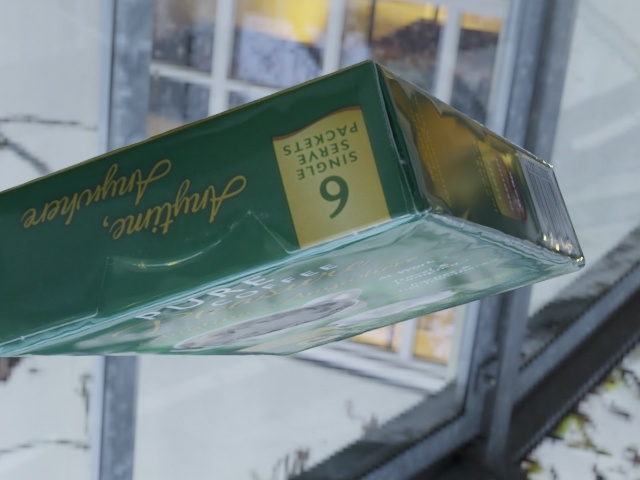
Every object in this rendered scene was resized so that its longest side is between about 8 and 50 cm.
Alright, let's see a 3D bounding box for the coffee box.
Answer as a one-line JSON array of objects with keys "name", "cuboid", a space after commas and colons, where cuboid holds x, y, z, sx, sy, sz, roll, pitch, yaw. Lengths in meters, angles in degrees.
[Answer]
[{"name": "coffee box", "cuboid": [0.000, 0.000, 0.417, 0.113, 0.040, 0.184, -18, 170, 20]}]
